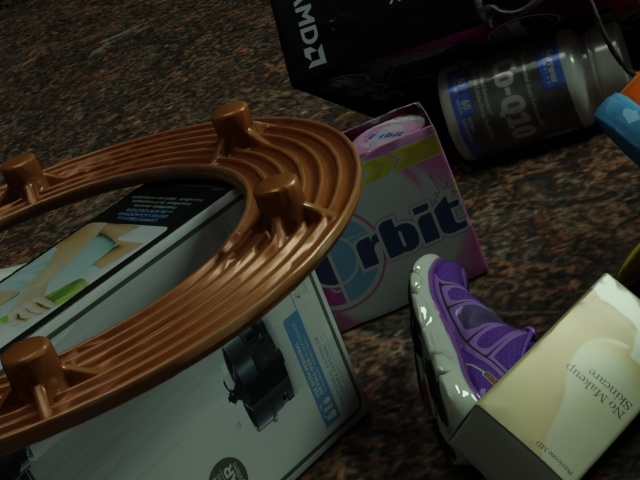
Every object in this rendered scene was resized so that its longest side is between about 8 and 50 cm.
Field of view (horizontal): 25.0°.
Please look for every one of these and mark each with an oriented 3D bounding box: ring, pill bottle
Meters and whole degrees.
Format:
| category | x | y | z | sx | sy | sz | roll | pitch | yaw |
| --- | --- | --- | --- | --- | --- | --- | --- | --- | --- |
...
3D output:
| category | x | y | z | sx | sy | sz | roll | pitch | yaw |
| --- | --- | --- | --- | --- | --- | --- | --- | --- | --- |
| ring | -0.141 | 0.010 | 0.701 | 0.336 | 0.032 | 0.336 | -17 | 22 | 7 |
| pill bottle | 0.164 | -0.114 | 1.085 | 0.137 | 0.078 | 0.078 | -16 | 22 | 19 |

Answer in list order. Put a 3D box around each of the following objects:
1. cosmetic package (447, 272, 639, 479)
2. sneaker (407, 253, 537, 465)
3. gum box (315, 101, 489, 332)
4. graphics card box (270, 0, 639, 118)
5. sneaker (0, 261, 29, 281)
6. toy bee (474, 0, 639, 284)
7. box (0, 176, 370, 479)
| category | x | y | z | sx | sy | sz | roll | pitch | yaw |
| --- | --- | --- | --- | --- | --- | --- | --- | --- | --- |
| cosmetic package | 0.120 | 0.073 | 0.687 | 0.115 | 0.060 | 0.041 | -40 | -15 | -36 |
| sneaker | 0.088 | 0.063 | 0.782 | 0.071 | 0.068 | 0.170 | -8 | 29 | -3 |
| gum box | 0.000 | 0.000 | 0.937 | 0.188 | 0.107 | 0.062 | -23 | 21 | 2 |
| graphics card box | 0.170 | -0.198 | 1.138 | 0.371 | 0.094 | 0.233 | -15 | -6 | 18 |
| sneaker | -0.226 | 0.055 | 1.096 | 0.232 | 0.090 | 0.115 | -6 | 18 | 17 |
| toy bee | 0.236 | -0.074 | 0.838 | 0.195 | 0.162 | 0.298 | -32 | 48 | 20 |
| box | -0.118 | 0.100 | 0.738 | 0.087 | 0.169 | 0.290 | 4 | 32 | 46 |
